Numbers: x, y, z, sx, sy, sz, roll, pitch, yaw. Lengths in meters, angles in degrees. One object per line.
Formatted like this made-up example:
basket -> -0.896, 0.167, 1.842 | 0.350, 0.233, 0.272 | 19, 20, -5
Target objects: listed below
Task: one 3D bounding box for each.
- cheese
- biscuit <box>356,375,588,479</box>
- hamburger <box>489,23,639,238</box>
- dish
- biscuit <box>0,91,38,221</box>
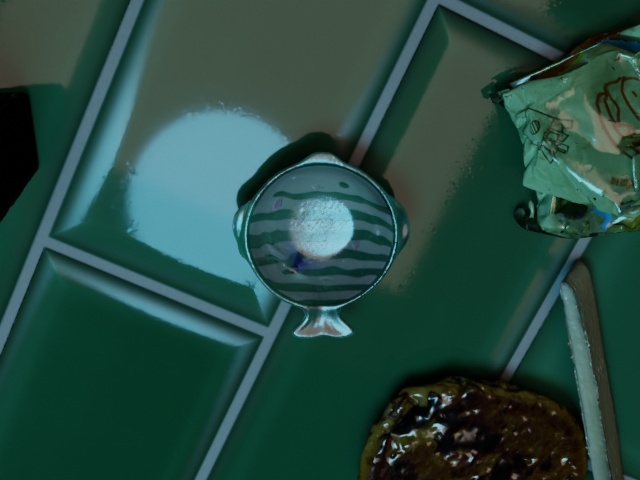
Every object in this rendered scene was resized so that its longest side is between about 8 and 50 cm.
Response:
cheese -> 0.386, 0.223, 1.252 | 0.034, 0.085, 0.400 | -4, 111, 28
biscuit -> 0.213, 0.325, 1.272 | 0.334, 0.081, 0.289 | 18, 104, -13
hamburger -> 0.365, -0.119, 1.110 | 0.261, 0.150, 0.276 | -15, 108, 3
dish -> 0.000, 0.000, 1.161 | 0.224, 0.078, 0.246 | -1, 106, -3
biscuit -> -0.383, -0.095, 1.021 | 0.070, 0.252, 0.106 | -4, 111, -5
